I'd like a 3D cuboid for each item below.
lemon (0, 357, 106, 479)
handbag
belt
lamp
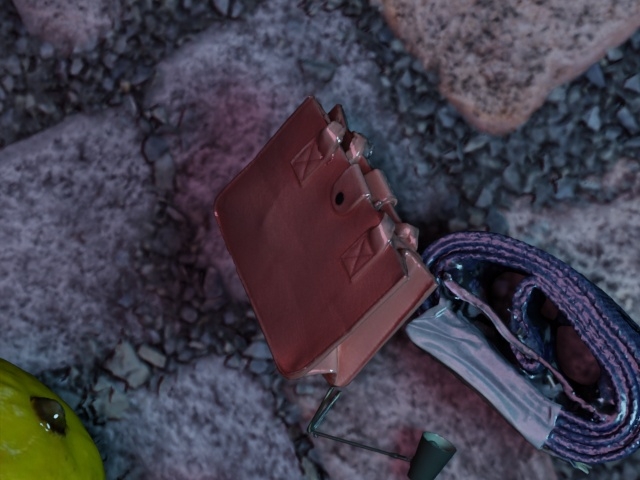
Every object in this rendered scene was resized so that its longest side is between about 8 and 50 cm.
[{"bbox_3d":[-0.329,0.234,1.604,0.297,0.297,0.297,-1,86,17],"label":"lemon"},{"bbox_3d":[0.000,0.000,1.571,0.157,0.059,0.212,-48,48,27],"label":"handbag"},{"bbox_3d":[0.173,0.086,1.536,0.230,0.126,0.139,41,97,14],"label":"belt"},{"bbox_3d":[0.051,0.171,1.616,0.121,0.041,0.054,30,104,13],"label":"lamp"}]
